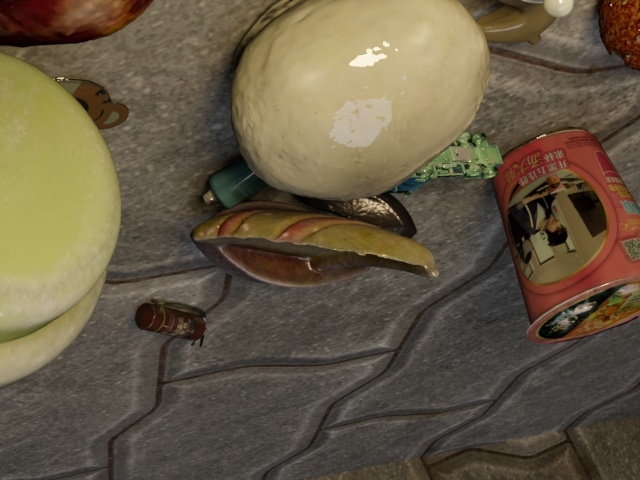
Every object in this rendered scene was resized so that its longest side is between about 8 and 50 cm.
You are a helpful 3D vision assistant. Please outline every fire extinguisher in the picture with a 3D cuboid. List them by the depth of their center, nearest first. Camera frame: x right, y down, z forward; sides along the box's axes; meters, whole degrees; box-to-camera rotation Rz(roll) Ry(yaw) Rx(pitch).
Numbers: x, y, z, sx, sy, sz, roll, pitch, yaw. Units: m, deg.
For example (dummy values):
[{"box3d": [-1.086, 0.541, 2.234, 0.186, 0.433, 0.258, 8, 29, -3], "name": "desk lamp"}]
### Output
[{"box3d": [-0.226, 0.130, 1.846, 0.158, 0.043, 0.064, 21, 95, -56], "name": "fire extinguisher"}]

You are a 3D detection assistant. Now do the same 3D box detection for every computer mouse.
[{"box3d": [0.051, -0.049, 1.563, 0.172, 0.057, 0.099, 20, -178, 4], "name": "computer mouse"}]

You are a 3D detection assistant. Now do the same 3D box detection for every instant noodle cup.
[{"box3d": [0.356, -0.012, 1.645, 0.244, 0.255, 0.244, -15, 158, -6], "name": "instant noodle cup"}]

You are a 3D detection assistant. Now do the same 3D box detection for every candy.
[{"box3d": [0.044, -0.145, 1.230, 0.295, 0.185, 0.295, -10, 152, -5], "name": "candy"}]

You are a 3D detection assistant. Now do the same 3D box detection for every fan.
[{"box3d": [-0.301, -0.146, 1.213, 0.152, 0.008, 0.227, -19, 158, 7], "name": "fan"}]

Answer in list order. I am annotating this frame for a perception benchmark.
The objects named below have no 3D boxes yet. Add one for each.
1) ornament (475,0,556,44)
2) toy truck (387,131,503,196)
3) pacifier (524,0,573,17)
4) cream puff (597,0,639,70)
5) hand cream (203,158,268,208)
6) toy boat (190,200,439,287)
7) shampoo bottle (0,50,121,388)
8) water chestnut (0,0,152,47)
[{"box3d": [0.219, -0.284, 1.184, 0.230, 0.061, 0.245, -31, 149, 31], "name": "ornament"}, {"box3d": [0.158, -0.102, 1.562, 0.175, 0.067, 0.081, -5, 160, -34], "name": "toy truck"}, {"box3d": [0.224, -0.245, 1.105, 0.081, 0.078, 0.099, -5, 152, 1], "name": "pacifier"}, {"box3d": [0.384, -0.236, 1.329, 0.149, 0.084, 0.149, 14, 163, 4], "name": "cream puff"}, {"box3d": [-0.047, -0.102, 1.455, 0.224, 0.048, 0.083, -28, 156, 10], "name": "hand cream"}, {"box3d": [-0.027, -0.001, 1.497, 0.276, 0.111, 0.293, 9, 171, -16], "name": "toy boat"}, {"box3d": [-0.360, -0.007, 1.089, 0.322, 0.322, 0.317, 2, 158, -38], "name": "shampoo bottle"}, {"box3d": [-0.174, -0.244, 0.681, 0.335, 0.335, 0.347, -21, 146, 11], "name": "water chestnut"}]
